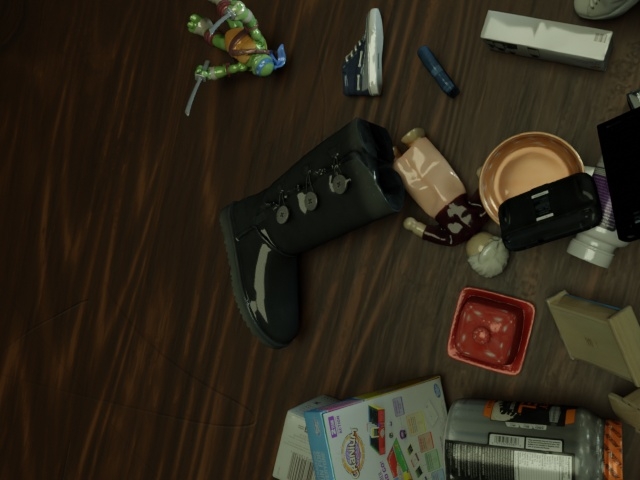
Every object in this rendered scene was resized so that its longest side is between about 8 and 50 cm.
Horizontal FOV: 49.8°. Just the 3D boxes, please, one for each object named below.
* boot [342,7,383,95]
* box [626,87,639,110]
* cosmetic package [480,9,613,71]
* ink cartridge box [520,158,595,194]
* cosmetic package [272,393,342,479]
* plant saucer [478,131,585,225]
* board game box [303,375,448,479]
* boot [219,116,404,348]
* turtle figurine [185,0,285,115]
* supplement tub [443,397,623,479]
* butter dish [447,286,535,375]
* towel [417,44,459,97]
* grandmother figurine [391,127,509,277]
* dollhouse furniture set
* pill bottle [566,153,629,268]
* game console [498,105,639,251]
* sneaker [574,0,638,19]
[{"bbox_3d":[0.090,-0.415,1.531,0.086,0.069,0.190,2,92,21],"label":"boot"},{"bbox_3d":[0.694,-0.178,1.246,0.184,0.103,0.261,-22,81,25],"label":"box"},{"bbox_3d":[0.446,-0.392,1.361,0.238,0.099,0.061,19,99,23],"label":"cosmetic package"},{"bbox_3d":[0.504,-0.091,1.350,0.209,0.062,0.109,11,94,24],"label":"ink cartridge box"},{"bbox_3d":[0.016,0.443,1.493,0.151,0.183,0.152,15,96,23],"label":"cosmetic package"},{"bbox_3d":[0.410,-0.109,1.338,0.199,0.037,0.200,0,89,25],"label":"plant saucer"},{"bbox_3d":[0.132,0.423,1.379,0.064,0.316,0.242,-18,80,54],"label":"board game box"},{"bbox_3d":[-0.001,-0.002,1.486,0.445,0.146,0.367,-27,78,31],"label":"boot"},{"bbox_3d":[-0.239,-0.473,1.589,0.274,0.198,0.266,-23,55,-19],"label":"turtle figurine"},{"bbox_3d":[0.407,0.408,1.318,0.315,0.193,0.194,0,89,23],"label":"supplement tub"},{"bbox_3d":[0.334,0.186,1.392,0.160,0.118,0.160,14,94,23],"label":"butter dish"},{"bbox_3d":[0.248,-0.357,1.463,0.029,0.067,0.119,-36,76,17],"label":"towel"},{"bbox_3d":[0.275,-0.074,1.436,0.208,0.104,0.342,-40,77,26],"label":"grandmother figurine"},{"bbox_3d":[0.638,0.155,1.290,0.303,0.198,0.287,-28,101,-10],"label":"dollhouse furniture set"},{"bbox_3d":[0.523,-0.053,1.248,0.108,0.108,0.194,25,100,22],"label":"pill bottle"},{"bbox_3d":[0.465,-0.086,1.209,0.361,0.043,0.213,-23,61,45],"label":"game console"},{"bbox_3d":[0.528,-0.475,1.231,0.123,0.290,0.106,2,89,-17],"label":"sneaker"}]
